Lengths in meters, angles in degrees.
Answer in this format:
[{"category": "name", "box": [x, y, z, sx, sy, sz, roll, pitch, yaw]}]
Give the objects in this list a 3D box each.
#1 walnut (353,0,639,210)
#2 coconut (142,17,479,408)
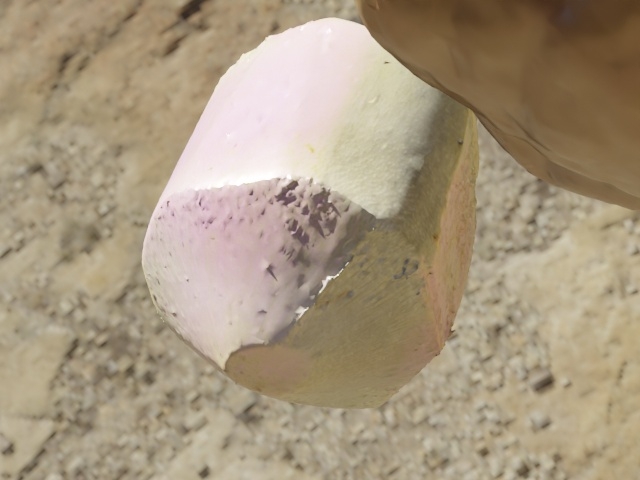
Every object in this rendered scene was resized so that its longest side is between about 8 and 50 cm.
[{"category": "walnut", "box": [0.144, -0.160, 0.486, 0.344, 0.306, 0.306, -65, 36, 23]}, {"category": "coconut", "box": [0.000, 0.000, 1.114, 0.233, 0.233, 0.245, -1, 50, 30]}]
